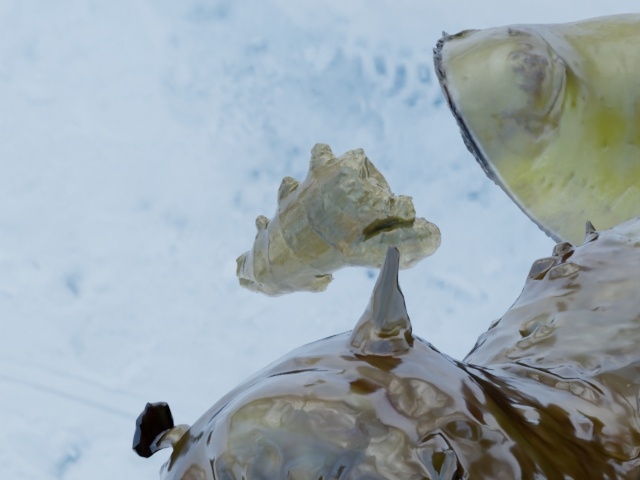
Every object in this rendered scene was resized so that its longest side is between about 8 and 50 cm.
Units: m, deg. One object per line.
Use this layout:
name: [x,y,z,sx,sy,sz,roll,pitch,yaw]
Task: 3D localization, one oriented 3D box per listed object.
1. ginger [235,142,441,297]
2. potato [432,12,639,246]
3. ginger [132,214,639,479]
ginger: [-0.001,-0.013,1.357,0.205,0.115,0.081,-17,36,31]
potato: [0.335,-0.167,1.726,0.296,0.397,0.290,-31,49,17]
ginger: [0.082,0.088,0.553,0.176,0.254,0.418,13,39,40]
